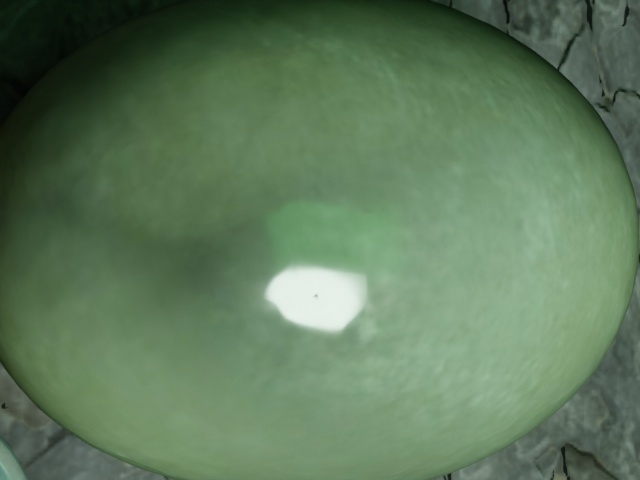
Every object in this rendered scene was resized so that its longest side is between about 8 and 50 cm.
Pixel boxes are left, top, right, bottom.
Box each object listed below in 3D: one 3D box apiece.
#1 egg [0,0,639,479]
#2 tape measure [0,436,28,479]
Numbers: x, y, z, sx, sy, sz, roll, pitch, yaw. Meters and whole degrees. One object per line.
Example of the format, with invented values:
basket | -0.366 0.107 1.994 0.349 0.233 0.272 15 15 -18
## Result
egg | 0.000 0.000 0.854 0.352 0.258 0.258 -2 92 -26
tape measure | -0.230 0.161 0.844 0.180 0.104 0.107 -37 130 6
